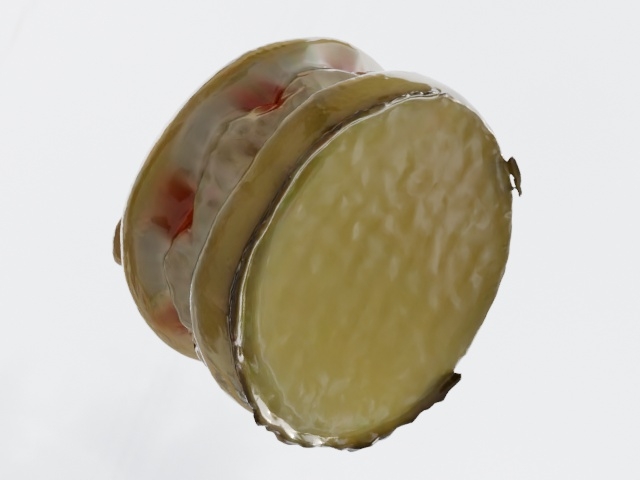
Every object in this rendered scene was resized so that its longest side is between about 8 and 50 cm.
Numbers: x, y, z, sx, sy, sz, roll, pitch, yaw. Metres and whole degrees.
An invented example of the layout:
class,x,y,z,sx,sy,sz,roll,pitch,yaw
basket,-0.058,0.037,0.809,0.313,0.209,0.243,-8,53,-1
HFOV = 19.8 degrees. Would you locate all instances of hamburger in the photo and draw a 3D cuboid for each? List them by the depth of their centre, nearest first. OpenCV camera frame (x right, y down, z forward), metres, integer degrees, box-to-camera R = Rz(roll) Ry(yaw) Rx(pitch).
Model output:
class,x,y,z,sx,sy,sz,roll,pitch,yaw
hamburger,0.000,0.000,1.292,0.186,0.302,0.261,31,-96,45
